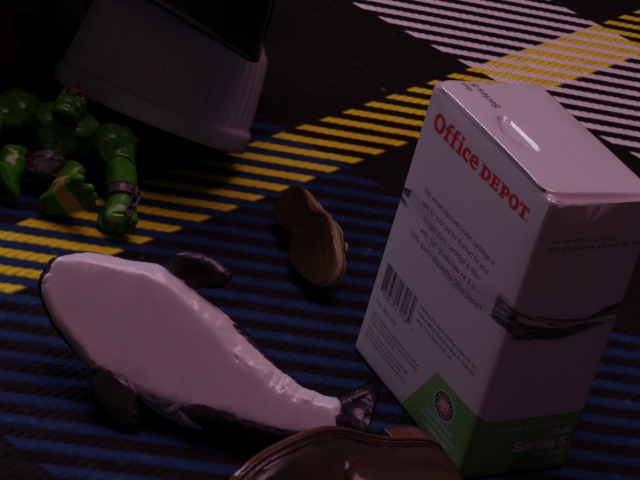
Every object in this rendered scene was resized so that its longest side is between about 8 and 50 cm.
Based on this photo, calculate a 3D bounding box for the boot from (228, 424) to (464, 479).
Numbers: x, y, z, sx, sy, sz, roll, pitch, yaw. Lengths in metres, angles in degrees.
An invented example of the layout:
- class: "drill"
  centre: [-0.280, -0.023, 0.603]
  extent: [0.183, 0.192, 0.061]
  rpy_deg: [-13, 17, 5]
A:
- class: "boot"
  centre: [0.033, 0.198, 1.501]
  extent: [0.219, 0.082, 0.106]
  rpy_deg: [-7, 33, -39]

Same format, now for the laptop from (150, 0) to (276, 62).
- class: "laptop"
  centre: [-0.268, -0.295, 1.959]
  extent: [0.408, 0.236, 0.382]
  rpy_deg: [-17, 28, 17]

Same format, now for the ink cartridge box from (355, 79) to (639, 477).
- class: "ink cartridge box"
  centre: [0.150, 0.029, 1.660]
  extent: [0.115, 0.273, 0.198]
  rpy_deg: [-2, 34, -30]

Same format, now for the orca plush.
- class: "orca plush"
  centre: [-0.091, 0.090, 1.616]
  extent: [0.287, 0.151, 0.102]
  rpy_deg: [13, -3, 0]

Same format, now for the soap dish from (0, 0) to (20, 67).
- class: "soap dish"
  centre: [-0.471, -0.227, 1.965]
  extent: [0.291, 0.118, 0.229]
  rpy_deg: [23, 29, 10]

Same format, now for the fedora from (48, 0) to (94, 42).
- class: "fedora"
  centre: [-0.234, -0.298, 2.132]
  extent: [0.079, 0.194, 0.194]
  rpy_deg: [-6, 23, 18]

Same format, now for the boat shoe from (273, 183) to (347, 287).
- class: "boat shoe"
  centre: [-0.001, 0.001, 1.871]
  extent: [0.048, 0.056, 0.153]
  rpy_deg: [36, 11, -32]

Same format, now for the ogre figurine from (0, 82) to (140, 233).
- class: "ogre figurine"
  centre: [-0.254, -0.083, 1.854]
  extent: [0.197, 0.097, 0.118]
  rpy_deg: [6, 44, 14]

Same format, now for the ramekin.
- class: "ramekin"
  centre: [-0.151, -0.173, 1.968]
  extent: [0.207, 0.109, 0.207]
  rpy_deg: [22, 5, -2]

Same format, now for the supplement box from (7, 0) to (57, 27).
- class: "supplement box"
  centre: [-0.303, -0.318, 2.215]
  extent: [0.081, 0.104, 0.188]
  rpy_deg: [7, 26, 12]
